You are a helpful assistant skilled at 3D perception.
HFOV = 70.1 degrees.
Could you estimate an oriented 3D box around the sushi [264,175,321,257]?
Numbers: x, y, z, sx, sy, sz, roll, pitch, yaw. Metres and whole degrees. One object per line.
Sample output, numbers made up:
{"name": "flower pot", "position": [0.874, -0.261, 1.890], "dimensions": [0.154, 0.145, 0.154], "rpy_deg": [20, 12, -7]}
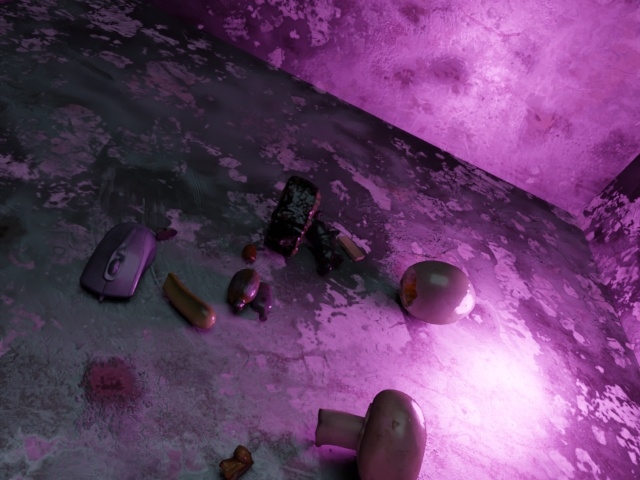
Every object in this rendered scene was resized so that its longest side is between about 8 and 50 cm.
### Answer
{"name": "sushi", "position": [-0.117, -0.108, 1.977], "dimensions": [0.170, 0.211, 0.350], "rpy_deg": [24, 69, -2]}

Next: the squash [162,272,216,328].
{"name": "squash", "position": [-0.461, 0.214, 1.586], "dimensions": [0.250, 0.083, 0.083], "rpy_deg": [39, 39, 17]}

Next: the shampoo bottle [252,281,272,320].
{"name": "shampoo bottle", "position": [-0.221, 0.231, 1.736], "dimensions": [0.079, 0.040, 0.165], "rpy_deg": [12, 41, -20]}

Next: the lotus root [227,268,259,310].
{"name": "lotus root", "position": [-0.289, 0.183, 1.699], "dimensions": [0.113, 0.088, 0.192], "rpy_deg": [-10, 36, 16]}

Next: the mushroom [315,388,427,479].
{"name": "mushroom", "position": [0.145, 0.599, 1.376], "dimensions": [0.335, 0.315, 0.314], "rpy_deg": [7, 38, 10]}

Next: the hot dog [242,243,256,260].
{"name": "hot dog", "position": [-0.294, 0.053, 1.894], "dimensions": [0.058, 0.035, 0.083], "rpy_deg": [14, 41, -17]}

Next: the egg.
{"name": "egg", "position": [0.524, 0.231, 1.994], "dimensions": [0.335, 0.278, 0.278], "rpy_deg": [11, 41, -13]}

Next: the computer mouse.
{"name": "computer mouse", "position": [-0.692, 0.052, 1.595], "dimensions": [0.188, 0.122, 0.371], "rpy_deg": [18, 43, -12]}

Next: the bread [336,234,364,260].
{"name": "bread", "position": [0.143, 0.036, 2.185], "dimensions": [0.068, 0.028, 0.154], "rpy_deg": [-13, 53, -40]}

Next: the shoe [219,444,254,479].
{"name": "shoe", "position": [-0.231, 0.621, 1.273], "dimensions": [0.069, 0.072, 0.109], "rpy_deg": [44, 41, 11]}

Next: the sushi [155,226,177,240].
{"name": "sushi", "position": [-0.612, -0.030, 1.800], "dimensions": [0.083, 0.044, 0.046], "rpy_deg": [-9, 30, -40]}

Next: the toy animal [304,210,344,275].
{"name": "toy animal", "position": [0.016, 0.003, 2.085], "dimensions": [0.168, 0.106, 0.343], "rpy_deg": [-3, 51, -34]}
